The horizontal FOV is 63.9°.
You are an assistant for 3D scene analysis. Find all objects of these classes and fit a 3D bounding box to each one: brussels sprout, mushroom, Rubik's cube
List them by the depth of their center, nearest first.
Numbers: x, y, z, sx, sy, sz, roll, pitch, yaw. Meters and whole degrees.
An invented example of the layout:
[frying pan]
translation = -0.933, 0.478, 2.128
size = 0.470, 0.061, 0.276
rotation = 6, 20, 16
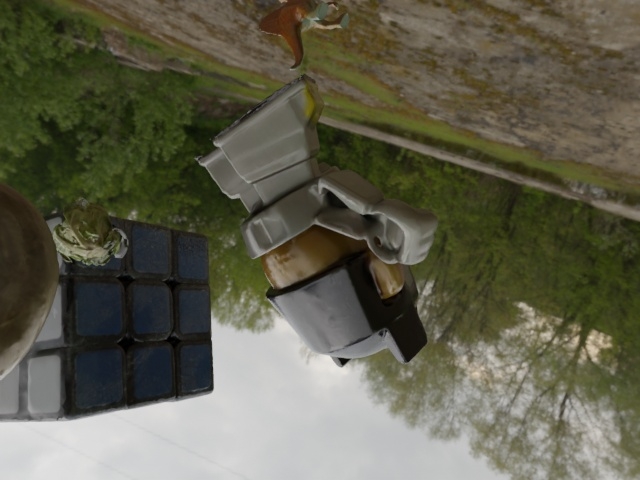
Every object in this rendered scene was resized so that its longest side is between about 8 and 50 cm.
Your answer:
[mushroom]
translation = -0.297, 0.020, 0.377
size = 0.204, 0.204, 0.204
rotation = 19, -174, -2
[brussels sprout]
translation = -0.269, -0.001, 0.611
size = 0.085, 0.085, 0.058
rotation = 12, -154, -51
[Rubik's cube]
translation = -0.393, 0.135, 0.886
size = 0.303, 0.301, 0.305
rotation = -11, 167, 27

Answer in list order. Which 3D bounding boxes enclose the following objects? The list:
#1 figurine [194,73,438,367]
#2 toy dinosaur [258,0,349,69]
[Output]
[figurine]
translation = -0.003, 0.001, 0.521
size = 0.143, 0.309, 0.308
rotation = -27, -163, -10
[toy dinosaur]
translation = -0.043, -0.325, 0.745
size = 0.142, 0.212, 0.057
rotation = 16, 140, 28
